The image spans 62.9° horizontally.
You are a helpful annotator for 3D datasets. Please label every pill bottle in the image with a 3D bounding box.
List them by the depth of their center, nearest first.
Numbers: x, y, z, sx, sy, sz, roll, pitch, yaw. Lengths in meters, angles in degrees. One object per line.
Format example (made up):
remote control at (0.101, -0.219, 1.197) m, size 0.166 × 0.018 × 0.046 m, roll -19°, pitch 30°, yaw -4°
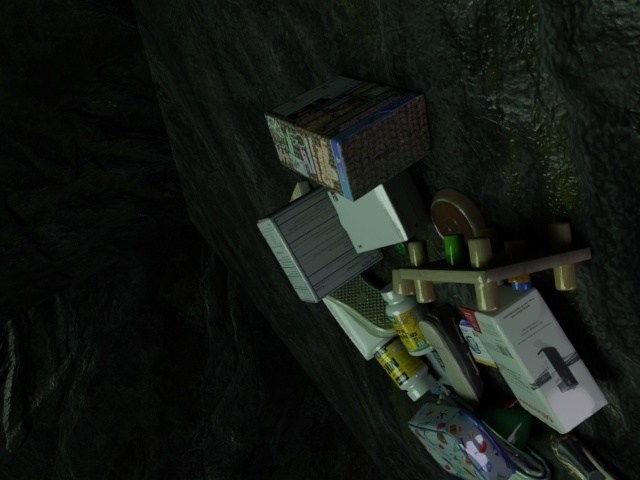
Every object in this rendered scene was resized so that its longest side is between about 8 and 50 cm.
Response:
pill bottle at (0.263, 0.220, 1.527) m, size 0.208 × 0.117 × 0.117 m, roll 61°, pitch 159°, yaw -8°
pill bottle at (0.275, 0.409, 1.706) m, size 0.208 × 0.119 × 0.119 m, roll 50°, pitch 158°, yaw 19°

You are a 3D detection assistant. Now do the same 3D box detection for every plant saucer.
plant saucer at (0.308, -0.039, 1.190) m, size 0.168 × 0.029 × 0.168 m, roll 45°, pitch 155°, yaw 28°

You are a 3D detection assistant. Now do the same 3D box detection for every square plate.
square plate at (0.134, 0.280, 1.990) m, size 0.344 × 0.049 × 0.347 m, roll 53°, pitch 159°, yaw 10°

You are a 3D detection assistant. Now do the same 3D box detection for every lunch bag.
lunch bag at (0.393, 0.582, 1.485) m, size 0.243 × 0.115 × 0.303 m, roll 49°, pitch 161°, yaw -3°

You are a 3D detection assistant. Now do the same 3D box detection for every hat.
hat at (0.531, 0.439, 1.381) m, size 0.173 × 0.183 × 0.208 m, roll 34°, pitch -177°, yaw -6°

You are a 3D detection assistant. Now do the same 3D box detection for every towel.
towel at (0.523, 0.665, 1.621) m, size 0.374 × 0.090 × 0.320 m, roll 36°, pitch 153°, yaw 40°

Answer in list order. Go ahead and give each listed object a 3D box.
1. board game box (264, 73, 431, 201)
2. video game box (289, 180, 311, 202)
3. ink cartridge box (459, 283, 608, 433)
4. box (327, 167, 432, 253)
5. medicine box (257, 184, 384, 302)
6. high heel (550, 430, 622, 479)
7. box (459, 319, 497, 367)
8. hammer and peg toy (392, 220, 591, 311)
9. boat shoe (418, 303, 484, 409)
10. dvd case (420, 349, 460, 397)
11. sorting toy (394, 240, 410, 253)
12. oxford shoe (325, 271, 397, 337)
board game box at (0.057, -0.243, 1.172) m, size 0.291 × 0.232 × 0.141 m, roll 34°, pitch 150°, yaw 47°
video game box at (-0.052, -0.075, 1.817) m, size 0.187 × 0.048 × 0.205 m, roll 125°, pitch 131°, yaw -65°
ink cartridge box at (0.439, 0.236, 1.102) m, size 0.273 × 0.114 × 0.197 m, roll 58°, pitch 177°, yaw 0°
box at (0.144, -0.084, 1.288) m, size 0.182 × 0.119 × 0.181 m, roll -17°, pitch 104°, yaw 50°
medicine box at (0.000, 0.000, 1.592) m, size 0.289 × 0.263 × 0.149 m, roll 61°, pitch 159°, yaw -8°
high heel at (0.659, 0.572, 1.248) m, size 0.261 × 0.093 × 0.186 m, roll 50°, pitch -176°, yaw -14°
box at (0.418, 0.264, 1.377) m, size 0.081 × 0.028 × 0.136 m, roll 2°, pitch 119°, yaw 65°
hammer and peg toy at (0.302, 0.042, 1.037) m, size 0.361 × 0.266 × 0.127 m, roll 175°, pitch 85°, yaw -68°
boat shoe at (0.392, 0.326, 1.459) m, size 0.335 × 0.095 × 0.112 m, roll 59°, pitch 163°, yaw -18°
dvd case at (0.381, 0.422, 1.685) m, size 0.180 × 0.022 × 0.253 m, roll 58°, pitch 159°, yaw 0°
sorting toy at (0.153, -0.083, 1.441) m, size 0.274 × 0.046 × 0.132 m, roll 57°, pitch 159°, yaw -1°
oxford shoe at (0.116, 0.179, 1.753) m, size 0.449 × 0.169 × 0.130 m, roll 39°, pitch 167°, yaw 36°
